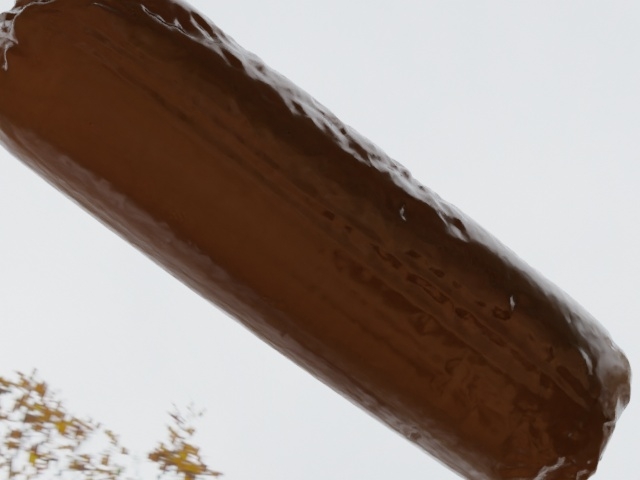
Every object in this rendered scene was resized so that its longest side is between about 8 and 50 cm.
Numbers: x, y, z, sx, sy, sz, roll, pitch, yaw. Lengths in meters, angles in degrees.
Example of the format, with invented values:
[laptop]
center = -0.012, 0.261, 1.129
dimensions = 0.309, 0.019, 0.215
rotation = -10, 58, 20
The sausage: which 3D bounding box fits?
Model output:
[sausage]
center = 0.000, 0.001, 0.525
dimensions = 0.289, 0.086, 0.086
rotation = 37, -100, -17
